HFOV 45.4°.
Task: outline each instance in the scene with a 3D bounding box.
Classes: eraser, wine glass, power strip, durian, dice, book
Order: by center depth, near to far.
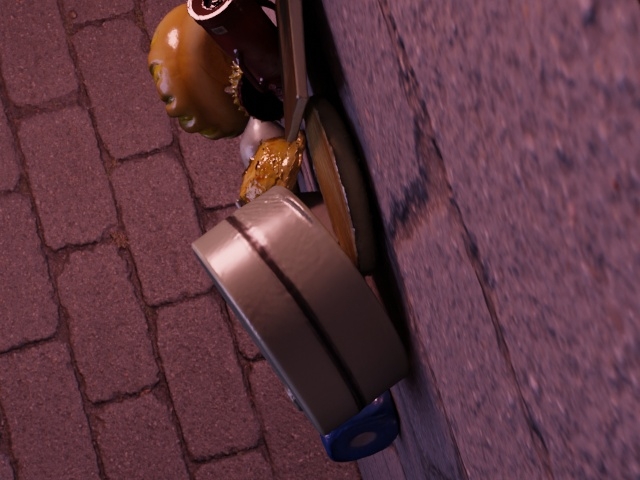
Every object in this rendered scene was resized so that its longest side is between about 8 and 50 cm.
[{"bbox_3d":[-0.041,-0.265,1.039,0.310,0.021,0.217,158,107,-85],"label":"book"},{"bbox_3d":[-0.039,0.092,1.103,0.358,0.161,0.357,53,171,12],"label":"power strip"},{"bbox_3d":[0.001,0.000,1.393,0.352,0.077,0.112,-121,12,-68],"label":"eraser"},{"bbox_3d":[0.059,0.311,1.409,0.147,0.143,0.146,80,168,-46],"label":"dice"},{"bbox_3d":[-0.124,-0.314,1.450,0.187,0.118,0.108,77,170,-48],"label":"durian"},{"bbox_3d":[-0.129,-0.240,1.719,0.126,0.126,0.241,-118,15,-65],"label":"wine glass"}]

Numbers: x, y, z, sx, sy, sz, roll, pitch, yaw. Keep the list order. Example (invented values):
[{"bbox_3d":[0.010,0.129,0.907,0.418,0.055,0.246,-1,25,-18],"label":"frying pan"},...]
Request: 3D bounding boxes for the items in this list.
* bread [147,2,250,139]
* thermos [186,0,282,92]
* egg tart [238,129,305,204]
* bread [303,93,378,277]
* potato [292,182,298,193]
[{"bbox_3d":[-0.265,-0.378,1.754,0.333,0.160,0.333,4,-95,-59],"label":"bread"},{"bbox_3d":[-0.109,-0.314,1.220,0.232,0.098,0.124,44,-135,-53],"label":"thermos"},{"bbox_3d":[-0.097,-0.122,1.472,0.213,0.090,0.213,-56,21,35],"label":"egg tart"},{"bbox_3d":[0.028,-0.073,1.041,0.267,0.040,0.267,164,90,-85],"label":"bread"},{"bbox_3d":[-0.086,-0.130,1.963,0.062,0.068,0.083,35,-161,-11],"label":"potato"}]
